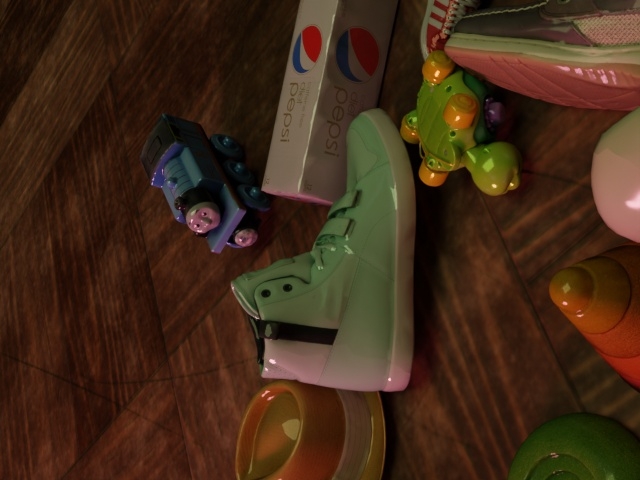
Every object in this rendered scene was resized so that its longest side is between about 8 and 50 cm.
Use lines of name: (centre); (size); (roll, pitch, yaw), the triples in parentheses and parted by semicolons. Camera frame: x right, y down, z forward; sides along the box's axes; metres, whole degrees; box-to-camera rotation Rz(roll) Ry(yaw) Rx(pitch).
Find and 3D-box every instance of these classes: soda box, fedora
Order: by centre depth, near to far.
fedora: (-0.022, 0.184, 0.918); (0.194, 0.079, 0.194); (-20, 65, 50)
soda box: (0.009, -0.144, 0.977); (0.069, 0.074, 0.216); (9, 87, 54)

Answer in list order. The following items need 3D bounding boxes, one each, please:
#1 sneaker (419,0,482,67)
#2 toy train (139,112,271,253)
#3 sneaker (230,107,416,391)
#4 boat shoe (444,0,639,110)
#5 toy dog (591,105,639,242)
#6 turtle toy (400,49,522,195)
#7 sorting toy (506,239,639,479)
sneaker: (0.124, -0.198, 0.868); (0.067, 0.042, 0.118); (-14, 67, 54)
toy train: (-0.129, -0.062, 1.111); (0.080, 0.105, 0.184); (-57, 41, 26)
sneaker: (0.000, 0.000, 0.869); (0.094, 0.151, 0.255); (123, 148, -71)
boat shoe: (0.211, -0.145, 0.694); (0.285, 0.103, 0.092); (15, 87, 50)
toy dog: (0.275, 0.170, 0.324); (0.395, 0.284, 0.407); (-8, 55, 33)
turtle toy: (0.119, -0.089, 0.822); (0.095, 0.066, 0.130); (109, 148, -50)
sorting toy: (0.148, 0.151, 0.663); (0.127, 0.126, 0.365); (35, 107, 51)
